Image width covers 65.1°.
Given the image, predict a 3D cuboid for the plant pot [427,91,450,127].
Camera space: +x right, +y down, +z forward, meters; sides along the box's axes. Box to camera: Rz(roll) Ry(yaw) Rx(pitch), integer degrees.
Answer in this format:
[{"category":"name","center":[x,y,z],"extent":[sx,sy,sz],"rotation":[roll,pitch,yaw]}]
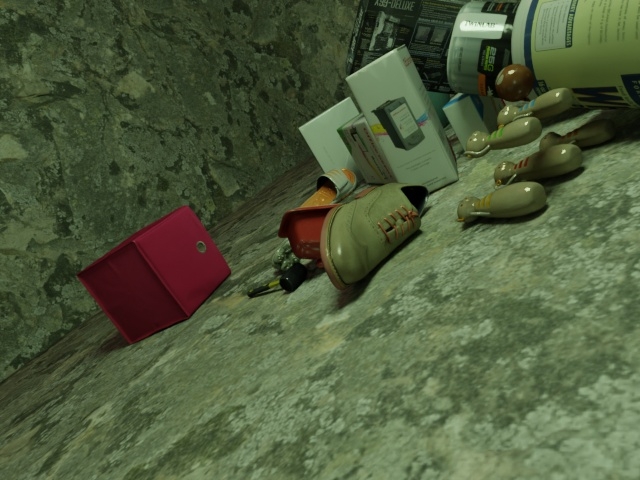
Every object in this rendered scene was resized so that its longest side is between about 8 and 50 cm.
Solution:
[{"category":"plant pot","center":[0.339,-0.460,1.771],"extent":[0.290,0.196,0.290],"rotation":[-30,12,7]}]

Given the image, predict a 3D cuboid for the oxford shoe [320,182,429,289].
[{"category":"oxford shoe","center":[0.106,-0.033,0.902],"extent":[0.130,0.123,0.348],"rotation":[-17,20,31]}]

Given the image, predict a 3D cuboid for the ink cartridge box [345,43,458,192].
[{"category":"ink cartridge box","center":[0.199,-0.275,1.161],"extent":[0.131,0.306,0.226],"rotation":[-25,14,23]}]

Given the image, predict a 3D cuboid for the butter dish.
[{"category":"butter dish","center":[0.000,0.000,1.042],"extent":[0.160,0.118,0.160],"rotation":[-6,-19,-12]}]

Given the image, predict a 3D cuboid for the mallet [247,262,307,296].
[{"category":"mallet","center":[-0.098,0.091,1.099],"extent":[0.062,0.039,0.189],"rotation":[-43,13,-35]}]

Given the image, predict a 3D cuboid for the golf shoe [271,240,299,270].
[{"category":"golf shoe","center":[-0.055,0.009,1.237],"extent":[0.176,0.069,0.086],"rotation":[-36,8,-24]}]

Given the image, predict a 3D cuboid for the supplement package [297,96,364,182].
[{"category":"supplement package","center":[0.074,-0.328,1.742],"extent":[0.204,0.262,0.145],"rotation":[-31,13,2]}]

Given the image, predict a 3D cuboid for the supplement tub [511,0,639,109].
[{"category":"supplement tub","center":[0.483,-0.314,0.740],"extent":[0.235,0.236,0.324],"rotation":[-36,28,-19]}]

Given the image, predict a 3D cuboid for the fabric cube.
[{"category":"fabric cube","center":[-0.464,0.092,1.438],"extent":[0.259,0.254,0.258],"rotation":[-25,14,27]}]

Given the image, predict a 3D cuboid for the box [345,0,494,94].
[{"category":"box","center":[0.234,-0.492,1.228],"extent":[0.307,0.243,0.077],"rotation":[4,53,-8]}]

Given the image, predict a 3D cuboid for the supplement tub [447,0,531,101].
[{"category":"supplement tub","center":[0.445,-0.393,1.056],"extent":[0.315,0.194,0.193],"rotation":[15,37,25]}]

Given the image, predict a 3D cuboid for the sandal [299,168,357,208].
[{"category":"sandal","center":[0.024,-0.162,1.588],"extent":[0.101,0.076,0.265],"rotation":[25,54,28]}]

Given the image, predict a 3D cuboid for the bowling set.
[{"category":"bowling set","center":[0.313,-0.175,0.802],"extent":[0.287,0.200,0.154],"rotation":[-34,11,-27]}]

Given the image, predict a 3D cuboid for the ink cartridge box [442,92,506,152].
[{"category":"ink cartridge box","center":[0.406,-0.328,1.267],"extent":[0.078,0.134,0.231],"rotation":[-20,18,43]}]

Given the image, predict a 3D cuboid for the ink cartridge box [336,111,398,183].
[{"category":"ink cartridge box","center":[0.176,-0.275,1.447],"extent":[0.117,0.201,0.278],"rotation":[-34,14,-7]}]
